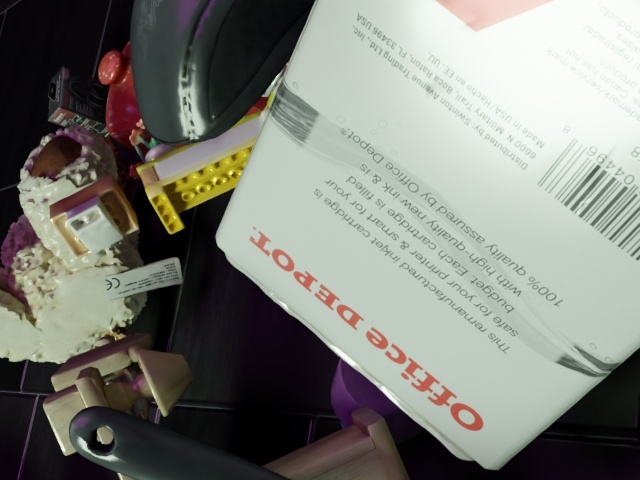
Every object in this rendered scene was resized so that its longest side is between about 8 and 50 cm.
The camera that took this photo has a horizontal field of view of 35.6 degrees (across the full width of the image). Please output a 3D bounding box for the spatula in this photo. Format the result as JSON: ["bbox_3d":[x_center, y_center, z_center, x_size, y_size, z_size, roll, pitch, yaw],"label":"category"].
[{"bbox_3d":[0.011,0.148,0.500,0.030,0.296,0.084,-37,-31,-84],"label":"spatula"}]

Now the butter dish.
[{"bbox_3d":[-0.160,-0.151,0.971,0.160,0.118,0.160,-1,74,53],"label":"butter dish"}]

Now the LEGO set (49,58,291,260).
[{"bbox_3d":[-0.065,-0.106,0.648,0.287,0.132,0.107,-45,54,26],"label":"LEGO set"}]

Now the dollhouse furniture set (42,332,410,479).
[{"bbox_3d":[-0.045,0.196,0.696,0.355,0.174,0.303,180,68,-80],"label":"dollhouse furniture set"}]

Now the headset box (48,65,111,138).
[{"bbox_3d":[-0.278,-0.160,1.158,0.032,0.083,0.062,-33,49,40],"label":"headset box"}]

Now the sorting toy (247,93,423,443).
[{"bbox_3d":[0.000,0.000,0.738,0.126,0.127,0.365,106,155,-50],"label":"sorting toy"}]

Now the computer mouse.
[{"bbox_3d":[-0.035,-0.182,0.495,0.262,0.060,0.184,-51,42,5],"label":"computer mouse"}]

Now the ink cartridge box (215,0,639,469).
[{"bbox_3d":[0.087,-0.043,0.461,0.197,0.114,0.273,40,138,8],"label":"ink cartridge box"}]

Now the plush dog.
[{"bbox_3d":[-0.243,0.023,0.982,0.262,0.210,0.225,-49,21,8],"label":"plush dog"}]
